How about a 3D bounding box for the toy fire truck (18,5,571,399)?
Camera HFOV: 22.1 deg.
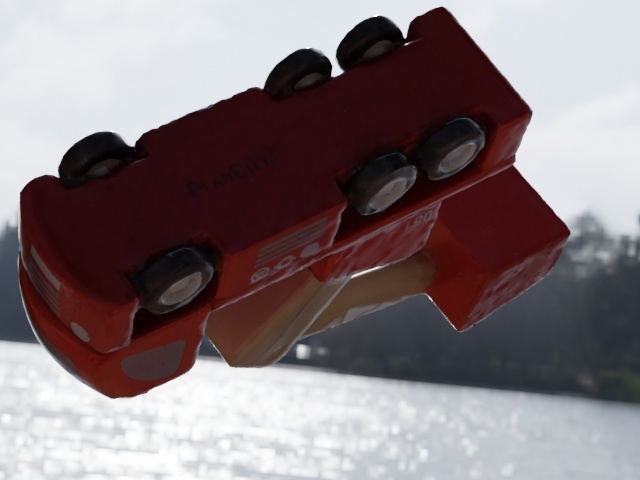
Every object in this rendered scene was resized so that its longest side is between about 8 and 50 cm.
[{"bbox_3d":[0.000,0.000,0.480,0.192,0.047,0.135,-26,-25,-26],"label":"toy fire truck"}]
